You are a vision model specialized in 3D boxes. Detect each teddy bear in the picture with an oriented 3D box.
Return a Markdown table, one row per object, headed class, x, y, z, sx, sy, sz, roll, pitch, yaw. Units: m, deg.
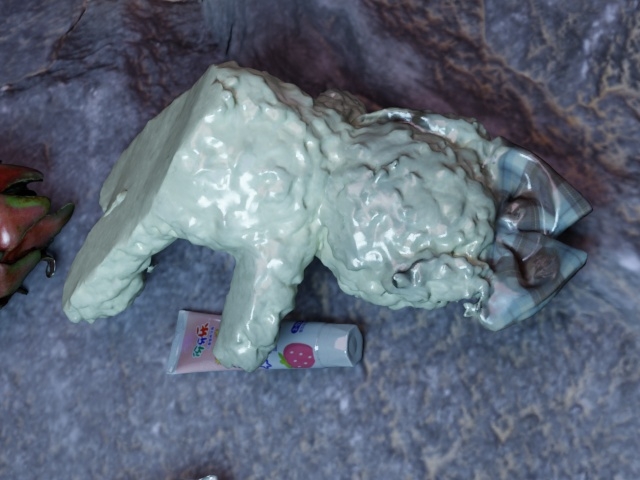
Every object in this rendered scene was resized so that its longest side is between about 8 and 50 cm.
| class | x | y | z | sx | sy | sz | roll | pitch | yaw |
| --- | --- | --- | --- | --- | --- | --- | --- | --- | --- |
| teddy bear | 0.000 | 0.000 | 1.623 | 0.362 | 0.375 | 0.327 | 29 | 50 | -15 |

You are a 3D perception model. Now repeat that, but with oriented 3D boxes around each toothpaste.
| class | x | y | z | sx | sy | sz | roll | pitch | yaw |
| --- | --- | --- | --- | --- | --- | --- | --- | --- | --- |
| toothpaste | -0.056 | 0.097 | 1.636 | 0.194 | 0.043 | 0.067 | -1 | 65 | 25 |

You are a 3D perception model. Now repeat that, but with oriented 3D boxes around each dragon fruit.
| class | x | y | z | sx | sy | sz | roll | pitch | yaw |
| --- | --- | --- | --- | --- | --- | --- | --- | --- | --- |
| dragon fruit | -0.363 | -0.002 | 1.725 | 0.182 | 0.189 | 0.182 | 3 | 96 | 34 |

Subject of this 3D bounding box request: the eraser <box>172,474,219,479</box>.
| class | x | y | z | sx | sy | sz | roll | pitch | yaw |
| --- | --- | --- | --- | --- | --- | --- | --- | --- | --- |
| eraser | -0.136 | 0.364 | 1.493 | 0.171 | 0.087 | 0.290 | -17 | 59 | 5 |
